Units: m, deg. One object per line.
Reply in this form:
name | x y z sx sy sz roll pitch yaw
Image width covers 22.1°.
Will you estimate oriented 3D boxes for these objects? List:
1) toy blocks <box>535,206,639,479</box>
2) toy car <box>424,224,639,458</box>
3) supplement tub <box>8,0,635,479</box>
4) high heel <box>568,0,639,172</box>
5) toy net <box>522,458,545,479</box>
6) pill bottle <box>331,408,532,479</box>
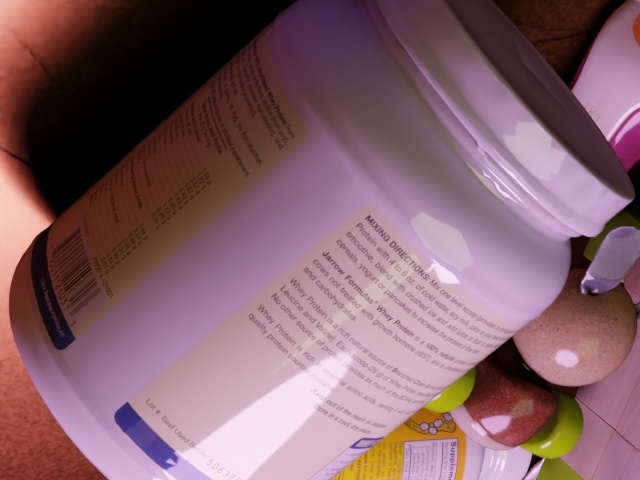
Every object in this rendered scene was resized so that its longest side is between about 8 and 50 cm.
toy blocks | 0.348 0.063 1.242 0.261 0.191 0.381 5 114 -37
toy car | 0.166 0.049 1.148 0.188 0.149 0.155 -35 138 30
supplement tub | 0.000 0.000 0.988 0.325 0.235 0.235 -40 135 17
high heel | 0.217 -0.093 1.125 0.244 0.082 0.117 -50 161 9
toy net | 0.126 0.242 1.421 0.232 0.045 0.122 -3 133 -21
pill bottle | 0.051 0.150 1.244 0.208 0.117 0.117 0 132 -23
